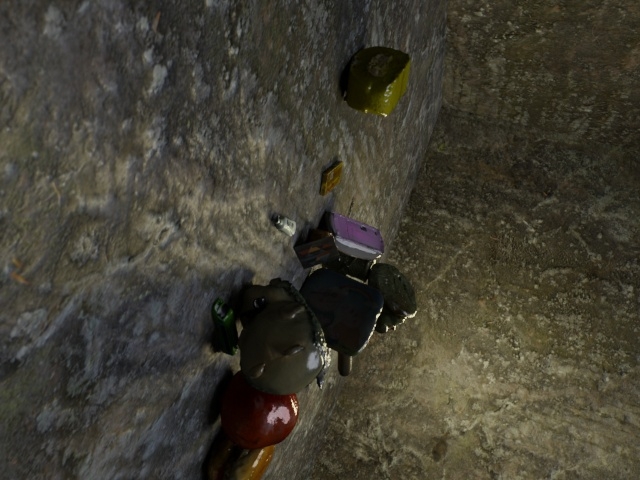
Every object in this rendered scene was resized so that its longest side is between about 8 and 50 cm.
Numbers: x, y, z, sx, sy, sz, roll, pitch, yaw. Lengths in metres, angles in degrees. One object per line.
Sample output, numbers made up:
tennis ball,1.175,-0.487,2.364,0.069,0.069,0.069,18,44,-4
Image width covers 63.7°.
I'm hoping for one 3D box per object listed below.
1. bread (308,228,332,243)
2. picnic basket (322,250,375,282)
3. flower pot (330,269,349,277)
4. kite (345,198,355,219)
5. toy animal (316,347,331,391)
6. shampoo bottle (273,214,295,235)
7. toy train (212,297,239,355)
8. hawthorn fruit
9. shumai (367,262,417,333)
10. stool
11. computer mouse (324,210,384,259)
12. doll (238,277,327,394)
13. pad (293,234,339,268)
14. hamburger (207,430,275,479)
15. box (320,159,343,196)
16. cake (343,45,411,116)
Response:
bread,-0.001,0.001,1.843,0.076,0.083,0.070,39,61,-77
picnic basket,0.122,0.070,2.135,0.154,0.196,0.134,-58,162,-44
flower pot,0.116,0.331,2.309,0.379,0.251,0.379,20,90,-76
kite,0.114,-0.073,2.293,0.198,0.006,0.244,-7,114,-72
toy animal,0.006,0.574,2.510,0.206,0.081,0.367,10,90,-70
shampoo bottle,-0.108,-0.046,1.521,0.049,0.034,0.141,-66,163,-1
toy train,-0.242,0.228,1.344,0.209,0.042,0.044,90,23,-48
hawthorn fruit,-0.182,0.457,1.498,0.242,0.241,0.272,-51,146,-52
shumai,0.255,0.240,2.142,0.222,0.272,0.203,2,151,-45
stool,0.052,0.309,1.979,0.226,0.310,0.310,98,19,-54
computer mouse,0.126,-0.017,2.007,0.310,0.072,0.158,18,51,-40
doll,-0.113,0.242,1.389,0.349,0.247,0.247,-99,-164,-61
pad,-0.010,0.044,1.806,0.211,0.142,0.003,68,4,-65
hamburger,-0.246,0.688,1.616,0.244,0.163,0.245,17,90,-76
box,0.040,-0.224,1.847,0.156,0.022,0.089,-49,151,-54
cake,0.183,-0.530,1.715,0.260,0.179,0.156,-55,156,-39
